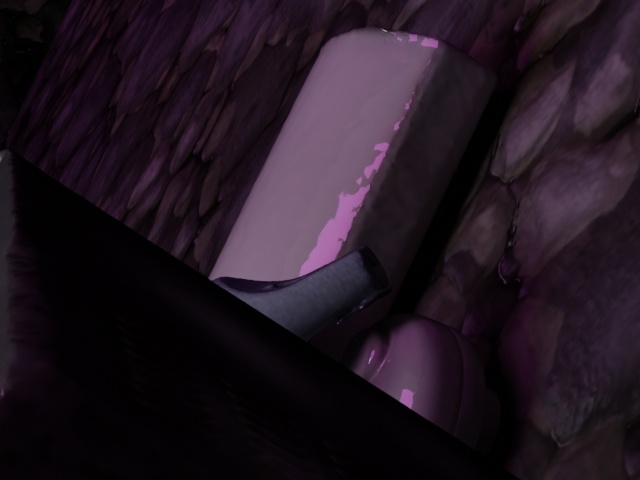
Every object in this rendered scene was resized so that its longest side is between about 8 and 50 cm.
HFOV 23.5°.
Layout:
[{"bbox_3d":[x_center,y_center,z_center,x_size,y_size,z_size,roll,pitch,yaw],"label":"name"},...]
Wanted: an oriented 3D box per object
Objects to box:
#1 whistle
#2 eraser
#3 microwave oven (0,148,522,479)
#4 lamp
[{"bbox_3d":[-0.086,0.072,0.810,0.269,0.093,0.180,-30,-5,9],"label":"whistle"},{"bbox_3d":[0.000,0.000,0.999,0.270,0.095,0.174,-64,23,-9],"label":"eraser"},{"bbox_3d":[-0.100,0.242,0.498,0.432,0.374,0.236,-55,18,5],"label":"microwave oven"},{"bbox_3d":[-0.001,0.145,0.773,0.179,0.108,0.246,1,63,65],"label":"lamp"}]
